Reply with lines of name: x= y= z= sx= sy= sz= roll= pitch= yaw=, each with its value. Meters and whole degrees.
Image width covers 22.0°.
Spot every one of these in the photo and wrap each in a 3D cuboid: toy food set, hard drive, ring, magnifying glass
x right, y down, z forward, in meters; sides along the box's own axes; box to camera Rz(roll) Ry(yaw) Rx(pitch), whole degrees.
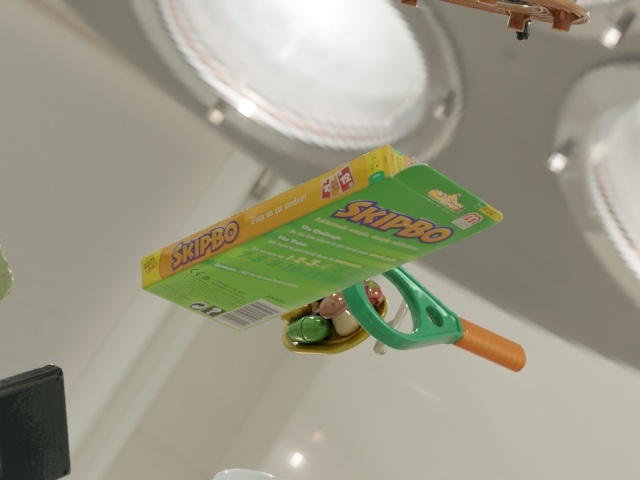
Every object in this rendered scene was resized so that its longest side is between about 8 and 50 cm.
toy food set: x=0.020 y=0.092 z=2.298 sx=0.217 sy=0.128 sz=0.071 roll=-2 pitch=-49 yaw=44
hard drive: x=-0.257 y=0.159 z=1.282 sx=0.022 sy=0.135 sz=0.094 roll=16 pitch=-66 yaw=45
ring: x=0.148 y=-0.288 z=1.920 sx=0.336 sy=0.032 sz=0.336 roll=14 pitch=3 yaw=-1
magnifying glass: x=0.106 y=0.076 z=1.506 sx=0.231 sy=0.092 sz=0.026 roll=23 pitch=-49 yaw=-37

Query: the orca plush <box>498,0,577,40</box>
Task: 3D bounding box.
orca plush: x=0.296 y=-0.319 z=2.229 sx=0.151 sy=0.102 sz=0.287 roll=6 pitch=8 yaw=7

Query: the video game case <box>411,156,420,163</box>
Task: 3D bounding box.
video game case: x=0.132 y=-0.059 z=2.094 sx=0.087 sy=0.011 sz=0.122 roll=52 pitch=-10 yaw=2

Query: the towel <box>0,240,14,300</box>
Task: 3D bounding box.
towel: x=-0.424 y=0.034 z=2.020 sx=0.027 sy=0.148 sz=0.110 roll=-11 pitch=-75 yaw=16

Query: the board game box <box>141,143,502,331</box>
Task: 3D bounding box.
board game box: x=0.000 y=0.000 z=1.253 sx=0.259 sy=0.039 sz=0.124 roll=-21 pitch=-30 yaw=30

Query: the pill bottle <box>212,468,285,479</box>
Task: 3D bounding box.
pill bottle: x=-0.075 y=0.289 z=1.234 sx=0.124 sy=0.222 sz=0.124 roll=19 pitch=15 yaw=-5
